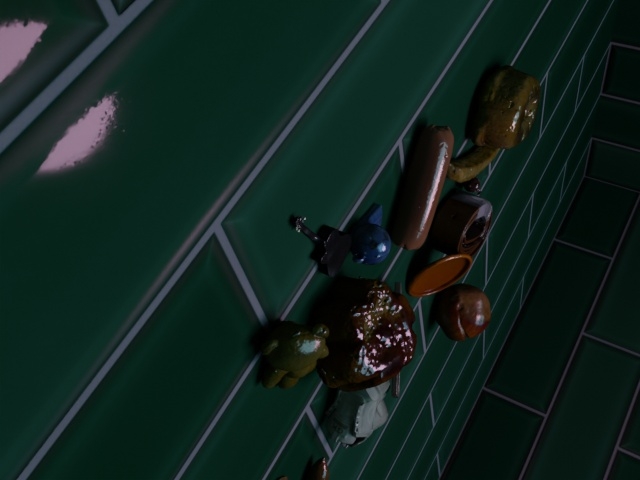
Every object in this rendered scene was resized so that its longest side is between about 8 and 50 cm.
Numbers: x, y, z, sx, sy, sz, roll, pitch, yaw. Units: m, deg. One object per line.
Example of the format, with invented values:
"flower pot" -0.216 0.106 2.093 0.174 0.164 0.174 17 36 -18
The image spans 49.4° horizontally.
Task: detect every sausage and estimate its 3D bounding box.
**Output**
"sausage" 0.225 -0.115 1.537 0.086 0.086 0.289 -13 122 -61

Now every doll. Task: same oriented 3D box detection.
"doll" -0.053 0.202 1.249 0.137 0.097 0.210 -22 154 -17

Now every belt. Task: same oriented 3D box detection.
"belt" 0.389 -0.043 1.908 0.261 0.105 0.184 -14 124 -57

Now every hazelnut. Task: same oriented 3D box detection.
"hazelnut" 0.430 0.214 2.137 0.182 0.182 0.182 -45 146 -42

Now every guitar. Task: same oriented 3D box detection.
"guitar" 0.000 0.000 1.240 0.088 0.025 0.233 -64 155 -7

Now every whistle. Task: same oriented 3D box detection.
"whistle" 0.108 -0.004 1.387 0.158 0.090 0.090 -46 147 -39

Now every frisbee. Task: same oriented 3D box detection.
"frisbee" 0.311 0.085 1.841 0.191 0.035 0.192 -21 152 -12

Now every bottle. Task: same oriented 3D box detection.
"bottle" 0.414 -0.154 1.909 0.101 0.063 0.047 -33 139 -78

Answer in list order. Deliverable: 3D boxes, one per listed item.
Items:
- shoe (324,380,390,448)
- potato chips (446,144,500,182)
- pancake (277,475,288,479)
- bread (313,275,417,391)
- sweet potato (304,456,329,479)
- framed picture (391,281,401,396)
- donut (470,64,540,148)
"shoe" 0.072 0.385 1.590 0.159 0.124 0.316 -47 148 -23
"potato chips" 0.417 -0.220 1.873 0.407 0.057 0.080 -33 143 -52
"pancake" -0.102 0.560 1.495 0.115 0.011 0.115 -44 144 -44
"bread" 0.083 0.185 1.395 0.246 0.135 0.232 -19 96 -45
"sweet potato" -0.018 0.598 1.643 0.068 0.060 0.206 15 110 -27
"framed picture" 0.178 0.241 1.650 0.189 0.023 0.260 64 29 -73
"donut" 0.495 -0.352 1.847 0.261 0.128 0.209 -37 140 -51
